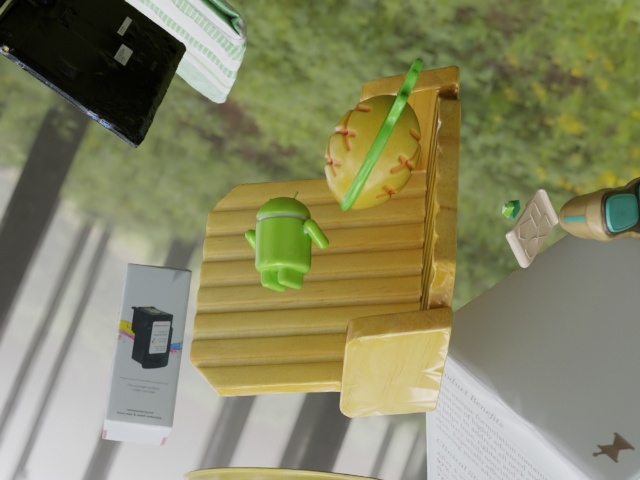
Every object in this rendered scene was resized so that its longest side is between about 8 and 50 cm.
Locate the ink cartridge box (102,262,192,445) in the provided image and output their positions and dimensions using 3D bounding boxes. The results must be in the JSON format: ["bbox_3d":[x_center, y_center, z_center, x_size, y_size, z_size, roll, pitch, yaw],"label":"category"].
[{"bbox_3d":[-0.189,0.124,1.722,0.072,0.175,0.127,8,163,-7],"label":"ink cartridge box"}]

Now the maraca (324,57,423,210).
[{"bbox_3d":[0.066,-0.113,1.734,0.099,0.185,0.127,25,-154,-4],"label":"maraca"}]

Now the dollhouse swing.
[{"bbox_3d":[0.000,0.000,1.875,0.305,0.346,0.315,5,151,2],"label":"dollhouse swing"}]

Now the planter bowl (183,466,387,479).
[{"bbox_3d":[-0.021,0.266,1.445,0.217,0.090,0.217,4,164,1],"label":"planter bowl"}]

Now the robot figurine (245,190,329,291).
[{"bbox_3d":[-0.044,0.000,1.879,0.101,0.115,0.067,-11,161,35],"label":"robot figurine"}]

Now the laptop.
[{"bbox_3d":[-0.288,-0.174,1.511,0.264,0.136,0.234,36,-152,-13],"label":"laptop"}]

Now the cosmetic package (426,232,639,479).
[{"bbox_3d":[0.357,0.251,2.047,0.329,0.327,0.393,42,153,33],"label":"cosmetic package"}]

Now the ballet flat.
[{"bbox_3d":[0.362,-0.038,1.919,0.073,0.080,0.232,-6,177,36],"label":"ballet flat"}]

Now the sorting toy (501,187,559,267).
[{"bbox_3d":[0.196,-0.020,1.511,0.012,0.062,0.083,23,157,39],"label":"sorting toy"}]

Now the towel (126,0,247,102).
[{"bbox_3d":[-0.209,-0.308,2.170,0.248,0.038,0.325,39,164,-1],"label":"towel"}]
